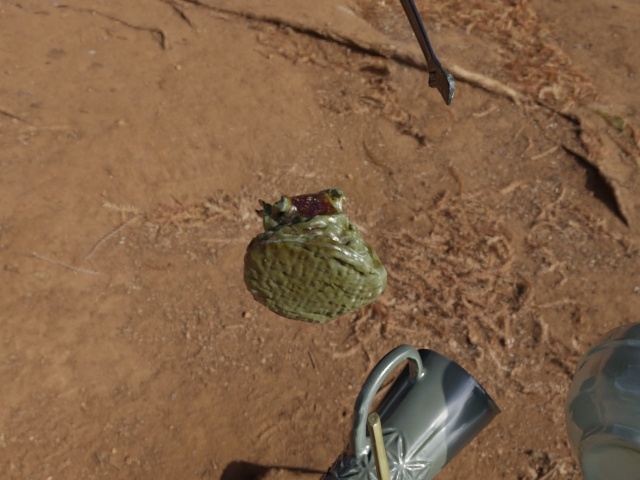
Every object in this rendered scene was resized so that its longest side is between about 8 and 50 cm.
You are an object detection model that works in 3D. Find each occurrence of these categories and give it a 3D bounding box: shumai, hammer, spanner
[{"bbox_3d":[0.000,0.000,1.317,0.330,0.291,0.288,3,40,15],"label":"shumai"},{"bbox_3d":[0.067,0.260,0.585,0.013,0.198,0.062,-5,23,15],"label":"hammer"},{"bbox_3d":[0.135,-0.270,0.767,0.012,0.046,0.208,-13,74,-16],"label":"spanner"}]

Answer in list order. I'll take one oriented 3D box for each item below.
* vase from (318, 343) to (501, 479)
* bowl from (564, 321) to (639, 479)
[{"bbox_3d":[0.117,0.298,0.872,0.301,0.251,0.156,-41,27,-23],"label":"vase"},{"bbox_3d":[0.442,0.267,0.728,0.163,0.307,0.307,-30,47,-28],"label":"bowl"}]
